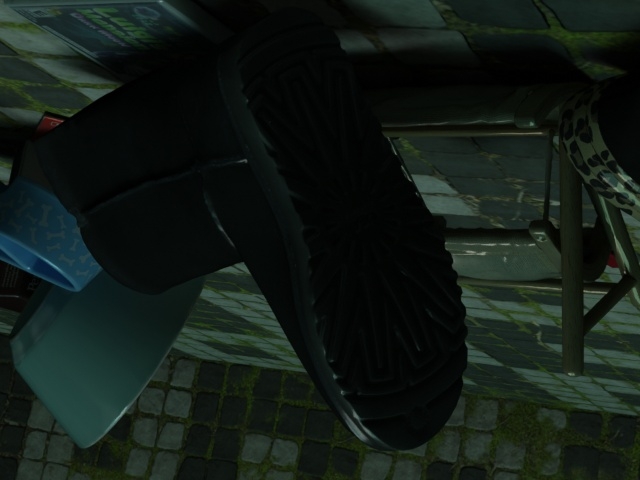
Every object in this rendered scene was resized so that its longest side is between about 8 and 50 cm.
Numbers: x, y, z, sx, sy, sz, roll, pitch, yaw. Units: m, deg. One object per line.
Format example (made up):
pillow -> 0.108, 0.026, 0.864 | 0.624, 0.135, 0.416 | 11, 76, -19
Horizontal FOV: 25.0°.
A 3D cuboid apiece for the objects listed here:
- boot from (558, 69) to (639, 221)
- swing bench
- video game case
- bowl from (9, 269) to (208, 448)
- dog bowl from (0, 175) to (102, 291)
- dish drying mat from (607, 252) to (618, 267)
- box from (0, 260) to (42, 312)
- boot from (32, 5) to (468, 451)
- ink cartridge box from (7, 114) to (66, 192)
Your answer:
boot -> 0.387, -0.062, 1.082 | 0.377, 0.138, 0.284 | 19, 165, -17
swing bench -> 0.136, -0.031, 1.305 | 0.253, 0.254, 0.165 | 3, -154, 37
video game case -> -0.157, -0.182, 1.289 | 0.173, 0.022, 0.190 | 3, 166, 30
bowl -> -0.299, 0.104, 1.919 | 0.163, 0.311, 0.311 | 34, 162, -14
dog bowl -> -0.377, -0.021, 1.776 | 0.297, 0.074, 0.166 | 20, 161, 38
dish drying mat -> 0.358, 0.020, 1.807 | 0.032, 0.008, 0.083 | -1, 162, 42
box -> -0.387, 0.028, 2.119 | 0.203, 0.168, 0.167 | 21, 166, -41
boot -> -0.084, 0.012, 1.302 | 0.146, 0.367, 0.445 | -21, -176, -34
ink cartridge box -> -0.228, -0.065, 1.799 | 0.296, 0.066, 0.261 | 14, 169, -16
